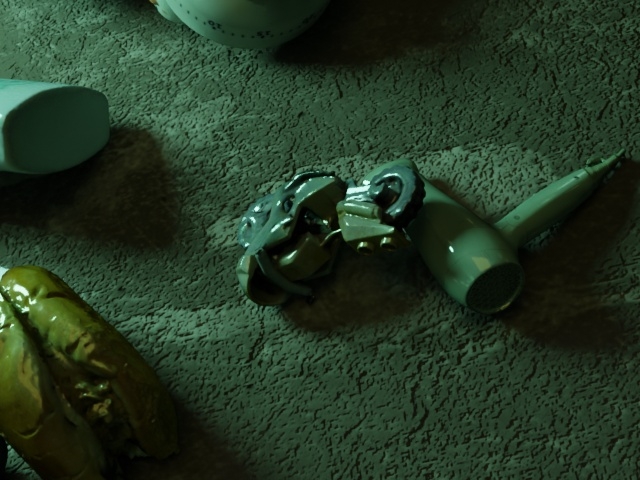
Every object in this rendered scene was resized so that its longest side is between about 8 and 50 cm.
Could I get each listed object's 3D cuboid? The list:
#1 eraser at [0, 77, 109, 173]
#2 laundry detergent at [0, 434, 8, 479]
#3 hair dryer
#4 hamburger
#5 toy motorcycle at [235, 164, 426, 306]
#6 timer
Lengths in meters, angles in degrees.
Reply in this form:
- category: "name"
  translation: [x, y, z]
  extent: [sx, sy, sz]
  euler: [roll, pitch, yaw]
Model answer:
- category: "eraser"
  translation: [-0.420, -0.142, 1.160]
  extent: [0.290, 0.104, 0.189]
  euler: [8, 14, 22]
- category: "laundry detergent"
  translation: [-0.451, 0.195, 0.937]
  extent: [0.289, 0.143, 0.094]
  euler: [6, 80, 22]
- category: "hair dryer"
  translation: [0.187, -0.048, 0.967]
  extent: [0.237, 0.075, 0.206]
  euler: [-25, 45, -10]
- category: "hamburger"
  translation: [-0.264, 0.114, 0.928]
  extent: [0.144, 0.157, 0.283]
  euler: [-43, 56, -14]
- category: "toy motorcycle"
  translation: [0.000, 0.000, 0.953]
  extent: [0.229, 0.094, 0.130]
  euler: [-10, 49, 40]
- category: "timer"
  translation: [-0.092, -0.343, 1.195]
  extent: [0.233, 0.240, 0.234]
  euler: [2, 79, -12]
